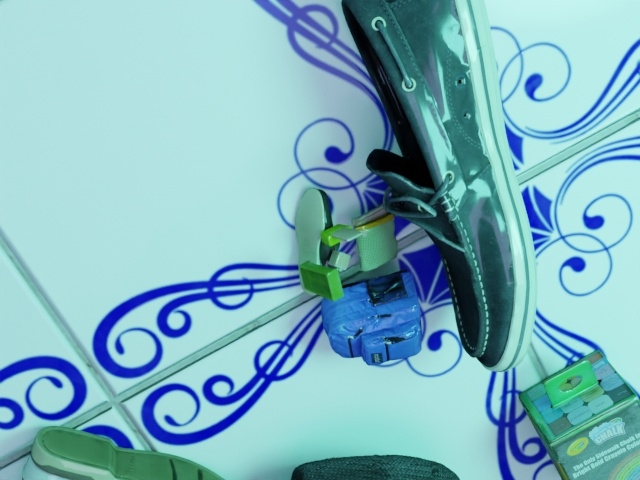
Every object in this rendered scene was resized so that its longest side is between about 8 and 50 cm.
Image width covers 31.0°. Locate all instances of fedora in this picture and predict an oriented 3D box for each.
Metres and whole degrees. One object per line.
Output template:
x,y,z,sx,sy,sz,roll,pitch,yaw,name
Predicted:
0.070,0.357,1.485,0.334,0.334,0.153,7,74,-14,fedora

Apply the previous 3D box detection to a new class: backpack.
0.063,0.099,1.421,0.120,0.101,0.098,-11,142,0,backpack

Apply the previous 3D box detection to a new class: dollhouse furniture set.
0.050,0.015,1.382,0.151,0.058,0.076,-27,117,-31,dollhouse furniture set

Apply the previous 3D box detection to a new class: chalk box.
0.358,0.246,1.532,0.132,0.132,0.213,-28,114,2,chalk box

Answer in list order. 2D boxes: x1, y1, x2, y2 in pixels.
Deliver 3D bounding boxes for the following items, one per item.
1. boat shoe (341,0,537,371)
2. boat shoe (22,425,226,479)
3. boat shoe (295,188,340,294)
0.135,-0.076,1.326,0.156,0.187,0.500,-17,108,-9,boat shoe
-0.231,0.333,1.470,0.302,0.113,0.103,22,108,-8,boat shoe
-0.001,0.000,1.410,0.042,0.049,0.133,-14,109,-40,boat shoe
